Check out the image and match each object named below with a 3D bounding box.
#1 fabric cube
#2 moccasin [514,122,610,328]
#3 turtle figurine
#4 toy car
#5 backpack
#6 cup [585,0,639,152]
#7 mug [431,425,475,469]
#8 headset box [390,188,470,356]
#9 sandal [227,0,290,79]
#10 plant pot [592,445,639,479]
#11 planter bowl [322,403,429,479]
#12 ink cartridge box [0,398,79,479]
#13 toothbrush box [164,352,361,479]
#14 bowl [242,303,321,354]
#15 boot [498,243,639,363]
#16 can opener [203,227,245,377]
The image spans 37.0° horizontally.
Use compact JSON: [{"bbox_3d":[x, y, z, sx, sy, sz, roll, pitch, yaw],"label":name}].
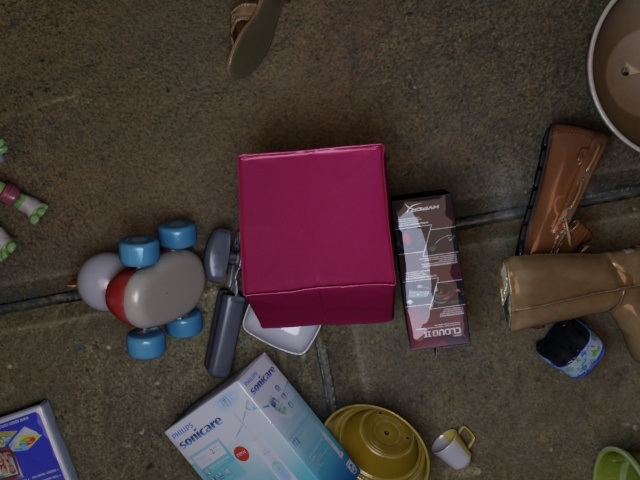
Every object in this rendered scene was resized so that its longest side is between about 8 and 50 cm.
[{"bbox_3d":[0.000,0.000,1.675,0.259,0.258,0.254,-3,72,2],"label":"fabric cube"},{"bbox_3d":[0.445,-0.021,1.759,0.147,0.139,0.380,14,86,10],"label":"moccasin"},{"bbox_3d":[-0.641,-0.096,1.745,0.266,0.198,0.275,41,138,-18],"label":"turtle figurine"},{"bbox_3d":[-0.362,0.075,1.798,0.238,0.210,0.219,10,111,29],"label":"toy car"},{"bbox_3d":[0.474,0.204,1.780,0.084,0.114,0.105,38,95,-21],"label":"backpack"},{"bbox_3d":[0.606,-0.299,1.666,0.331,0.237,0.331,0,95,2],"label":"cup"},{"bbox_3d":[0.263,0.402,1.837,0.078,0.062,0.064,-40,100,12],"label":"mug"},{"bbox_3d":[0.197,0.061,1.728,0.110,0.218,0.293,-8,95,5],"label":"headset box"},{"bbox_3d":[-0.129,-0.416,1.783,0.079,0.088,0.240,28,89,31],"label":"sandal"},{"bbox_3d":[0.674,0.494,1.743,0.254,0.276,0.276,-7,95,-8],"label":"plant pot"},{"bbox_3d":[0.114,0.385,1.811,0.217,0.090,0.217,8,113,20],"label":"planter bowl"},{"bbox_3d":[-0.628,0.504,1.885,0.303,0.072,0.307,-19,96,3],"label":"ink cartridge box"},{"bbox_3d":[-0.107,0.394,1.786,0.216,0.126,0.295,-36,92,29],"label":"toothbrush box"},{"bbox_3d":[-0.063,0.133,1.829,0.142,0.053,0.142,25,96,1],"label":"bowl"},{"bbox_3d":[0.457,0.126,1.684,0.269,0.089,0.236,-9,95,-8],"label":"boot"},{"bbox_3d":[-0.195,0.116,1.816,0.095,0.076,0.283,10,96,-18],"label":"can opener"}]
